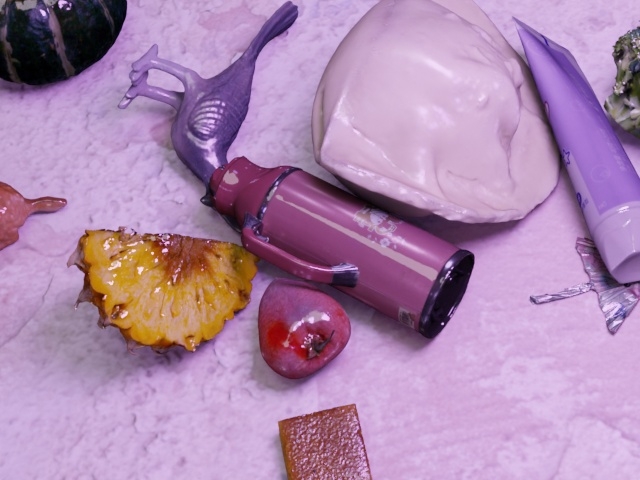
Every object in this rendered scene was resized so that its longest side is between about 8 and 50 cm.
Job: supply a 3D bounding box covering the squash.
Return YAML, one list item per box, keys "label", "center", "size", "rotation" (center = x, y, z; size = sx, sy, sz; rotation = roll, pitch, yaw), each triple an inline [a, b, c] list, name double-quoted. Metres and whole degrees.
- label: "squash"
  center: [-0.389, -0.332, 1.672]
  size: [0.252, 0.165, 0.252]
  rotation: [-3, 56, 4]

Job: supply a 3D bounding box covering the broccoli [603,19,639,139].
- label: "broccoli"
  center: [0.430, -0.185, 1.465]
  size: [0.156, 0.195, 0.195]
  rotation: [-48, 56, 18]

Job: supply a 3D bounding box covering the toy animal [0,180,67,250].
- label: "toy animal"
  center: [-0.423, -0.067, 1.492]
  size: [0.183, 0.185, 0.104]
  rotation: [-18, 54, -4]

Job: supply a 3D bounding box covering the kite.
- label: "kite"
  center: [0.319, 0.051, 1.408]
  size: [0.156, 0.011, 0.139]
  rotation: [-14, 52, -2]

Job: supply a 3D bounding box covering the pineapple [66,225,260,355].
- label: "pineapple"
  center: [-0.207, 0.066, 1.417]
  size: [0.164, 0.249, 0.140]
  rotation: [-8, 80, 39]

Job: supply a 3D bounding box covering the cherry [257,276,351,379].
- label: "cherry"
  center: [-0.018, 0.100, 1.380]
  size: [0.106, 0.087, 0.126]
  rotation: [-15, 37, 6]

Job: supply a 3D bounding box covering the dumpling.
- label: "dumpling"
  center: [0.154, -0.156, 1.488]
  size: [0.315, 0.233, 0.395]
  rotation: [30, 46, -10]

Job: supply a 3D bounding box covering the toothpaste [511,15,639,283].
- label: "toothpaste"
  center: [0.326, -0.122, 1.468]
  size: [0.080, 0.125, 0.371]
  rotation: [-38, 50, 34]

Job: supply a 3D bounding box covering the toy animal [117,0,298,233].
- label: "toy animal"
  center: [-0.155, -0.184, 1.583]
  size: [0.205, 0.081, 0.367]
  rotation: [15, 60, -8]

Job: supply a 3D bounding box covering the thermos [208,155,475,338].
- label: "thermos"
  center: [0.002, 0.002, 1.416]
  size: [0.330, 0.109, 0.136]
  rotation: [27, 67, 20]

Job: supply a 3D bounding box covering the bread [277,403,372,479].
- label: "bread"
  center: [0.005, 0.232, 1.319]
  size: [0.090, 0.035, 0.094]
  rotation: [-13, 56, 0]
